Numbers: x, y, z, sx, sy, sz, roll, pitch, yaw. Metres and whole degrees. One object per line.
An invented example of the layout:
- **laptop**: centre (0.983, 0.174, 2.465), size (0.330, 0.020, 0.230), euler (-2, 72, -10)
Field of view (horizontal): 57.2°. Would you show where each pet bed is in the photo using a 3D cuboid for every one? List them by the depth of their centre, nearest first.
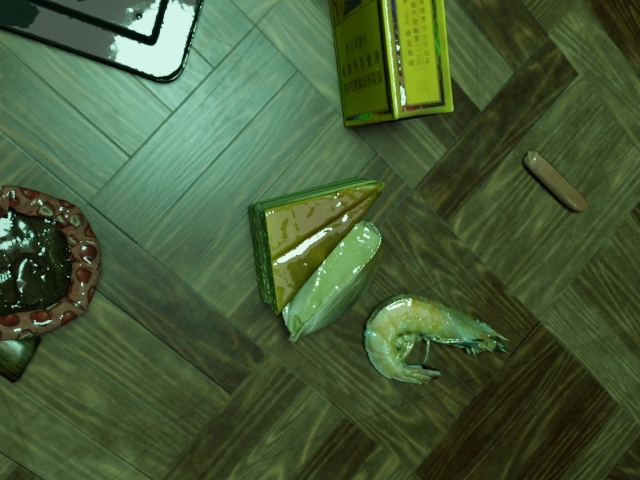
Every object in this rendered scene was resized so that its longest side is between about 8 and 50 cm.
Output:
- **pet bed**: centre (-0.368, 0.029, 0.719), size (0.201, 0.053, 0.201), euler (1, 89, -44)

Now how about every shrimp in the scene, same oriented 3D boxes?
- **shrimp**: centre (0.185, 0.166, 0.934), size (0.251, 0.052, 0.143), euler (16, 104, -10)

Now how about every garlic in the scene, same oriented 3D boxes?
- **garlic**: centre (0.018, 0.058, 0.840), size (0.087, 0.101, 0.195), euler (42, 94, 14)

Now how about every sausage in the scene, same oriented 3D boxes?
- **sausage**: centre (0.384, -0.095, 0.958), size (0.147, 0.030, 0.035), euler (36, 86, -17)

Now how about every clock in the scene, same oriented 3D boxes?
- **clock**: centre (-0.274, -0.367, 0.725), size (0.279, 0.049, 0.273), euler (15, 94, -17)

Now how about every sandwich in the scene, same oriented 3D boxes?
- **sandwich**: centre (0.000, 0.000, 0.820), size (0.187, 0.117, 0.144), euler (-15, 104, -15)

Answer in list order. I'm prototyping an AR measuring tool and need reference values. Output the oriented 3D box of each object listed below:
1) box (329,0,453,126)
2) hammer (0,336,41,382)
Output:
- **box**: centre (0.079, -0.305, 0.758), size (0.084, 0.193, 0.301), euler (-10, 101, -15)
- **hammer**: centre (-0.510, 0.027, 0.695), size (0.409, 0.095, 0.242), euler (44, 84, -19)
